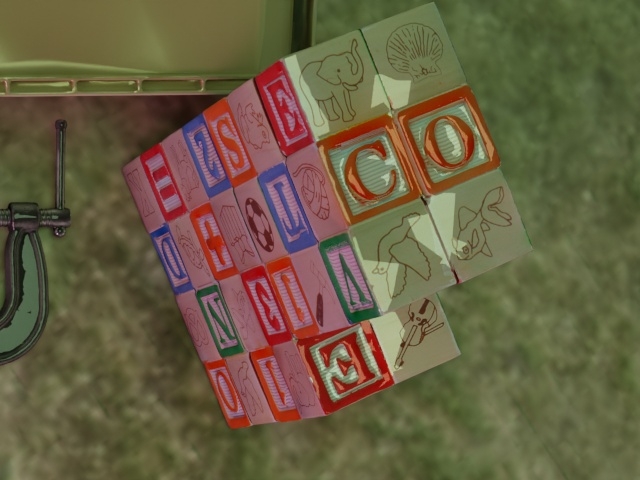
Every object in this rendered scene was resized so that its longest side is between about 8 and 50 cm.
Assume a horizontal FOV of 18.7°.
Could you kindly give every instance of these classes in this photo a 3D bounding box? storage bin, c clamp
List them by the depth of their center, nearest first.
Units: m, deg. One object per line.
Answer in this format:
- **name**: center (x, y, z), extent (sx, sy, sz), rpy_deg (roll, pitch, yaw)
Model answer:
- **storage bin**: center (-0.135, -0.216, 1.058), extent (0.260, 0.123, 0.262), rpy_deg (-2, 104, -22)
- **c clamp**: center (-0.216, 0.006, 1.102), extent (0.160, 0.022, 0.137), rpy_deg (-6, 90, -22)

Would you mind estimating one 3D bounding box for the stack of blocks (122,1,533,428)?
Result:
- **stack of blocks**: center (0.000, 0.000, 1.030), extent (0.087, 0.297, 0.171), rpy_deg (-23, 90, -21)
